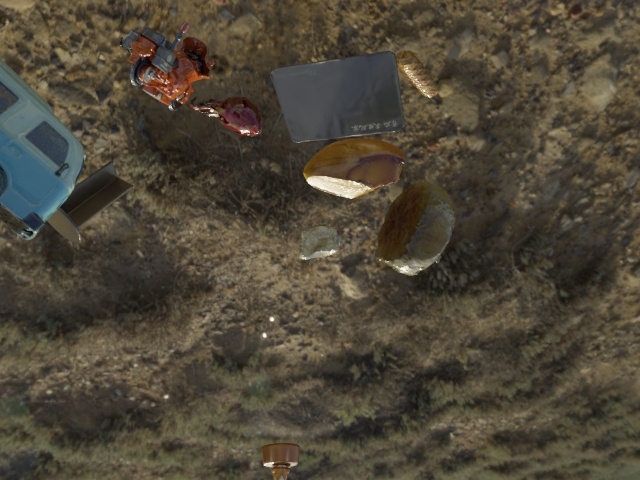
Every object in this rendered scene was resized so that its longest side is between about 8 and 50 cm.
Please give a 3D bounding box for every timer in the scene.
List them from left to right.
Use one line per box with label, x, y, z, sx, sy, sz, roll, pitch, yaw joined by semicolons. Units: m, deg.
timer;-0.132;0.761;1.617;0.132;0.152;0.132;-1;147;-1

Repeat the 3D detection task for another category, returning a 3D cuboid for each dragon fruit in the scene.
dragon fruit;-0.229;-0.327;1.220;0.190;0.094;0.094;23;124;-3

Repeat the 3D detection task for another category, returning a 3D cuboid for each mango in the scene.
mango;0.114;-0.246;1.696;0.350;0.199;0.201;-3;132;-5

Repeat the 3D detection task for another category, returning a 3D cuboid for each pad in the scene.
pad;0.024;-0.178;0.623;0.157;0.003;0.112;-4;136;15

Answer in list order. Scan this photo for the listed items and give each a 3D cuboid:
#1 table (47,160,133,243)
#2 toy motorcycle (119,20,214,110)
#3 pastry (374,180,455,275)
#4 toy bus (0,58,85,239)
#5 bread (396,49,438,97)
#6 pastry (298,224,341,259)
table;-0.683;-0.125;1.447;0.226;0.167;0.167;-50;147;-35
toy motorcycle;-0.424;-0.502;1.398;0.148;0.326;0.221;30;92;8
pastry;0.198;-0.023;1.010;0.093;0.182;0.192;24;88;-17
toy bus;-0.438;-0.141;0.630;0.133;0.165;0.271;-6;133;52
bread;0.236;-0.403;1.191;0.157;0.052;0.044;32;98;-43
pastry;-0.006;0.002;1.344;0.121;0.258;0.089;-16;90;4
